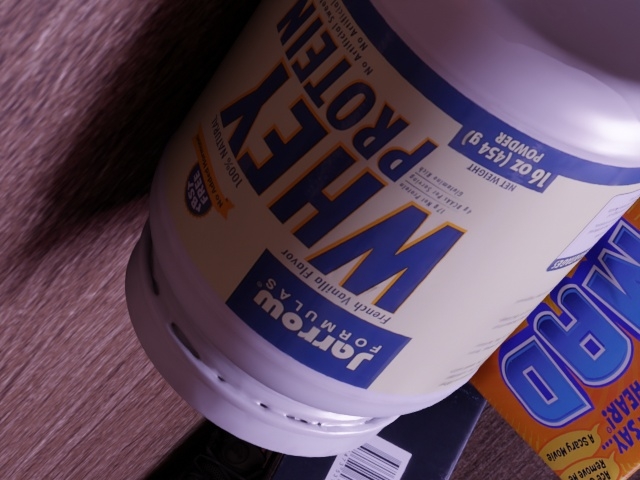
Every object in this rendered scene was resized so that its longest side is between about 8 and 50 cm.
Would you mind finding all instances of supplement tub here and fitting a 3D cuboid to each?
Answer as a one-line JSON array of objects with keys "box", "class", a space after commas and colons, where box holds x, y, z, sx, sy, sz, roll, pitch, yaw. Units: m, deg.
[{"box": [0.044, -0.046, 0.905, 0.235, 0.235, 0.325, -27, 160, -51], "class": "supplement tub"}]

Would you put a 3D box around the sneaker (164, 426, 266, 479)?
[{"box": [-0.144, 0.284, 1.789, 0.130, 0.087, 0.227, -52, 168, 29], "class": "sneaker"}]

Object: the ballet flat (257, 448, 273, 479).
[{"box": [0.043, 0.239, 2.138, 0.483, 0.164, 0.182, -46, 147, -11], "class": "ballet flat"}]

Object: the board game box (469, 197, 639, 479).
[{"box": [0.319, -0.036, 1.523, 0.356, 0.356, 0.356, -34, 165, -37], "class": "board game box"}]

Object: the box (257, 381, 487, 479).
[{"box": [0.033, 0.274, 1.800, 0.296, 0.183, 0.294, -62, -179, -12], "class": "box"}]
